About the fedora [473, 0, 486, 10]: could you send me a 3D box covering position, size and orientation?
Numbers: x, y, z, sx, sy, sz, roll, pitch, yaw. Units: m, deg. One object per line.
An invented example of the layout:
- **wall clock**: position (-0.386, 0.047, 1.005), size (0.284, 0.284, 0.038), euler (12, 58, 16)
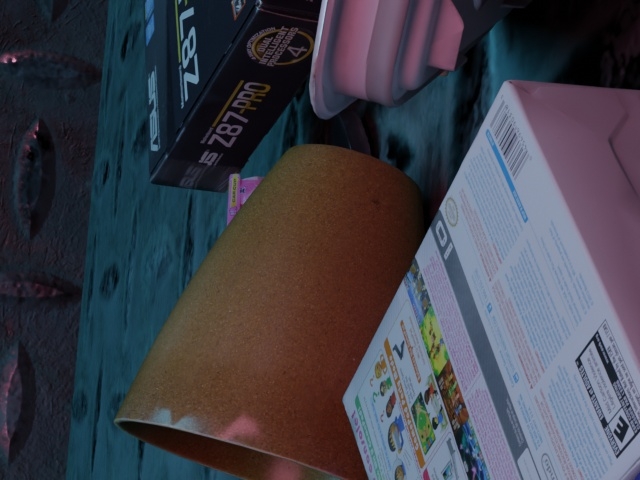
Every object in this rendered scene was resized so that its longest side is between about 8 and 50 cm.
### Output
- **fedora**: position (0.166, -0.230, 0.664), size (0.275, 0.124, 0.244), euler (92, -159, -49)

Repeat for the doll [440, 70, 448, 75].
- **doll**: position (0.102, -0.228, 1.057), size (0.129, 0.046, 0.189), euler (-67, -9, -72)

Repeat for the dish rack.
- **dish rack**: position (0.099, -0.228, 0.823), size (0.333, 0.072, 0.286), euler (-45, -30, -62)

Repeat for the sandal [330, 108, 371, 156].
- **sandal**: position (0.000, 0.001, 1.295), size (0.097, 0.054, 0.255), euler (-131, 49, -67)

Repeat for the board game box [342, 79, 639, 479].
- **board game box**: position (0.122, 0.096, 0.772), size (0.303, 0.097, 0.224), euler (115, 149, -45)

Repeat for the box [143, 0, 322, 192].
- **box**: position (-0.089, -0.294, 1.364), size (0.318, 0.097, 0.395), euler (131, 140, -55)

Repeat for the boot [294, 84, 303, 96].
- **boot**: position (-0.049, -0.178, 1.557), size (0.114, 0.037, 0.106), euler (-117, 34, -52)

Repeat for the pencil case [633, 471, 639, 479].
- **pencil case**: position (0.172, 0.171, 0.578), size (0.119, 0.133, 0.306), euler (-69, -2, -58)

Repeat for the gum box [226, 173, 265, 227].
- **gum box**: position (-0.061, 0.014, 1.383), size (0.188, 0.062, 0.107), euler (90, 180, -69)

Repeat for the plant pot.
- **plant pot**: position (-0.009, 0.063, 1.082), size (0.237, 0.237, 0.254), euler (149, 142, -69)
